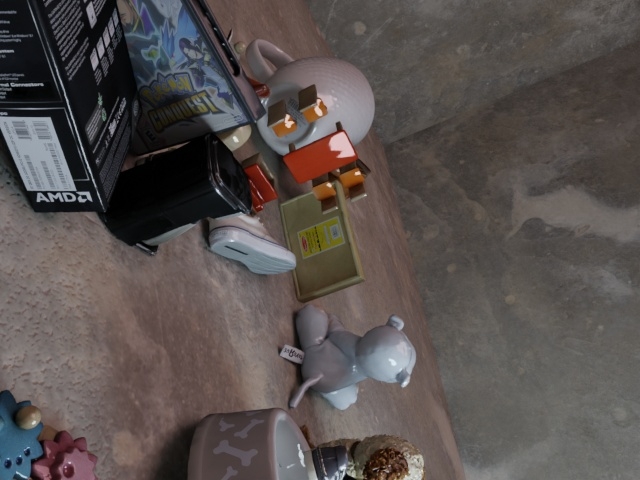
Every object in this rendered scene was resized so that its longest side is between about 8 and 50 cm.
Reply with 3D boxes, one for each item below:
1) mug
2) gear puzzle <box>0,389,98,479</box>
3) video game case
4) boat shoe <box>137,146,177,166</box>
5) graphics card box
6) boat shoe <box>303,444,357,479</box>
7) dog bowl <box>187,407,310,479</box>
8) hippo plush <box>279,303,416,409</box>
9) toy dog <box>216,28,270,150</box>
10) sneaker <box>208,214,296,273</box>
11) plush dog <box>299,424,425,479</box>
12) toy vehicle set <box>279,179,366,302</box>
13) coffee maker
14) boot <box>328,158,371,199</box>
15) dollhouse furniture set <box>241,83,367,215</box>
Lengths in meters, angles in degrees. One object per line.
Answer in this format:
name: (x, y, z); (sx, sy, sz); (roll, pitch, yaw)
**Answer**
mug: (-0.058, -0.385, 1.525); (0.374, 0.276, 0.328); (51, 27, 0)
gear puzzle: (-0.263, 0.281, 0.433); (0.175, 0.044, 0.338); (57, 21, -36)
video game case: (-0.236, -0.248, 0.780); (0.035, 0.275, 0.248); (-52, 125, -39)
boat shoe: (-0.222, -0.112, 0.987); (0.081, 0.069, 0.228); (71, 17, 5)
graphics card box: (-0.294, -0.239, 0.619); (0.232, 0.094, 0.370); (-93, -178, -45)
boat shoe: (0.036, 0.371, 0.813); (0.075, 0.065, 0.206); (-111, -179, -62)
dog bowl: (-0.053, 0.383, 0.744); (0.349, 0.102, 0.348); (-20, 90, -88)
hippo plush: (0.078, 0.226, 1.233); (0.294, 0.237, 0.234); (37, 36, -61)
toy dog: (-0.186, -0.358, 1.231); (0.220, 0.161, 0.333); (40, 34, -59)
sneaker: (-0.125, -0.001, 1.115); (0.258, 0.094, 0.091); (37, 41, -60)
plush dog: (0.076, 0.416, 1.021); (0.262, 0.226, 0.210); (37, 36, -61)
toy vehicle set: (0.000, 0.000, 1.381); (0.035, 0.166, 0.266); (38, 36, -59)
coffee maker: (-0.206, -0.066, 0.789); (0.171, 0.178, 0.120); (11, 59, -71)
boot: (0.018, -0.136, 1.531); (0.109, 0.220, 0.283); (46, 13, 4)
dollhouse furniture set: (-0.048, -0.164, 1.262); (0.262, 0.259, 0.135); (57, 17, -34)
